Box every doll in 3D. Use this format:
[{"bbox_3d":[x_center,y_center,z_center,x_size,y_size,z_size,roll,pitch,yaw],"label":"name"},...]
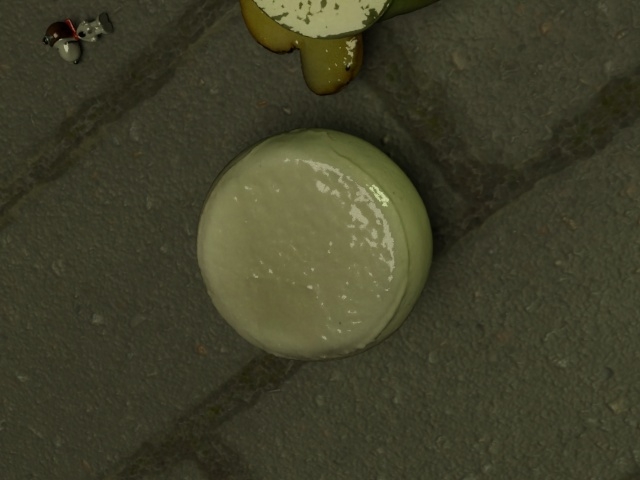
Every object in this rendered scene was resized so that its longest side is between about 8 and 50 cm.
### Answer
[{"bbox_3d":[-0.306,-0.259,1.785,0.085,0.040,0.058,-38,106,29],"label":"doll"}]

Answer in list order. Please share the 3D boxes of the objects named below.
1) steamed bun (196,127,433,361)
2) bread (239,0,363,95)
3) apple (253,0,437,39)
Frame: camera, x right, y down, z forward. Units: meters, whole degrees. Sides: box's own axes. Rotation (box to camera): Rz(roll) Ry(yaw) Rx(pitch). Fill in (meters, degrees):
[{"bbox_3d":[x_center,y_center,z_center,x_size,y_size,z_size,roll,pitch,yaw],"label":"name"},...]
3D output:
[{"bbox_3d":[0.000,0.000,1.692,0.283,0.177,0.283,5,107,19],"label":"steamed bun"},{"bbox_3d":[-0.015,-0.262,1.680,0.149,0.065,0.188,-15,99,31],"label":"bread"},{"bbox_3d":[0.058,-0.417,1.486,0.311,0.320,0.360,-14,99,59],"label":"apple"}]
